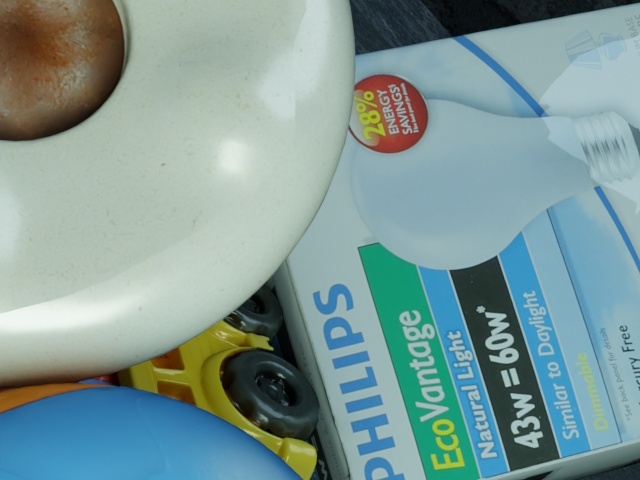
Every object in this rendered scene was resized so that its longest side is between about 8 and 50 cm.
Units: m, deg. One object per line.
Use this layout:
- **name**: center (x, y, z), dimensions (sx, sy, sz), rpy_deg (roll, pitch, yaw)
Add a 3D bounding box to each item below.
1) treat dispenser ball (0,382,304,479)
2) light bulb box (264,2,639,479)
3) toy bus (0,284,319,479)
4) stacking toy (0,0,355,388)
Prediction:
- **treat dispenser ball**: center (-0.112, 0.207, 0.663), dimensions (0.288, 0.288, 0.288), rpy_deg (43, 21, -21)
- **light bulb box**: center (0.127, 0.031, 1.223), dimensions (0.225, 0.361, 0.358), rpy_deg (118, -43, -69)
- **toy bus**: center (-0.133, 0.107, 1.058), dimensions (0.211, 0.149, 0.220), rpy_deg (17, 33, -32)
- **stacking toy**: center (-0.195, -0.054, 0.923), dimensions (0.351, 0.350, 0.480), rpy_deg (52, -19, 4)
